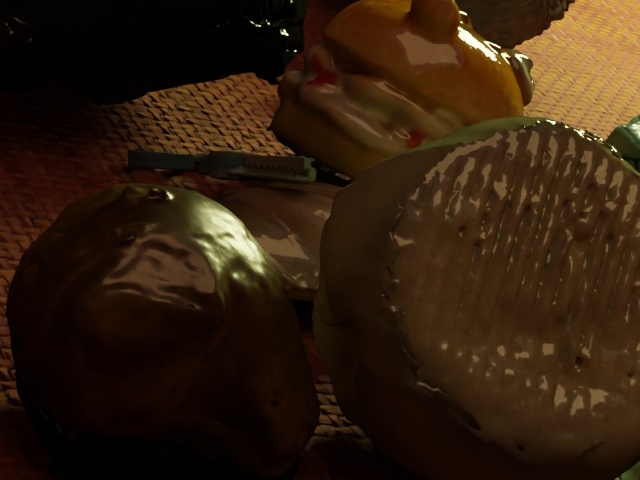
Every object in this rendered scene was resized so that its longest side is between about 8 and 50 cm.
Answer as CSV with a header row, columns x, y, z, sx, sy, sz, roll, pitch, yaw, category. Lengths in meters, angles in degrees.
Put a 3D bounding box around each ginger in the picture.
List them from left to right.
x,y,z,sx,sy,sz,roll,pitch,yaw,category
-0.113,0.068,1.374,0.269,0.223,0.200,7,25,-24,ginger

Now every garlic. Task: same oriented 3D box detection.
x,y,z,sx,sy,sz,roll,pitch,yaw,category
0.000,0.000,1.727,0.228,0.110,0.217,25,22,6,garlic

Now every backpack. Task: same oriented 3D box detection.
x,y,z,sx,sy,sz,roll,pitch,yaw,category
-0.238,-0.281,1.902,0.363,0.255,0.445,21,19,40,backpack

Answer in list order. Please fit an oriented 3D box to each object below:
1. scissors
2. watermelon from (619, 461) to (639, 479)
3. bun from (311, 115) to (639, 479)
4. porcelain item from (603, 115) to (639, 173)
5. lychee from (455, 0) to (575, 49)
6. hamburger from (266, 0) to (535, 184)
x,y,z,sx,sy,sz,roll,pitch,yaw,category
-0.087,-0.076,1.768,0.125,0.030,0.256,2,4,-38,scissors
0.406,0.192,1.558,0.261,0.201,0.213,3,14,-32,watermelon
0.153,0.065,1.518,0.359,0.360,0.211,12,-17,-20,bun
0.476,-0.023,2.098,0.281,0.157,0.286,13,27,-22,porcelain item
0.215,-0.459,2.516,0.432,0.380,0.380,20,22,26,lychee
0.099,-0.157,1.907,0.276,0.237,0.276,27,7,-4,hamburger
